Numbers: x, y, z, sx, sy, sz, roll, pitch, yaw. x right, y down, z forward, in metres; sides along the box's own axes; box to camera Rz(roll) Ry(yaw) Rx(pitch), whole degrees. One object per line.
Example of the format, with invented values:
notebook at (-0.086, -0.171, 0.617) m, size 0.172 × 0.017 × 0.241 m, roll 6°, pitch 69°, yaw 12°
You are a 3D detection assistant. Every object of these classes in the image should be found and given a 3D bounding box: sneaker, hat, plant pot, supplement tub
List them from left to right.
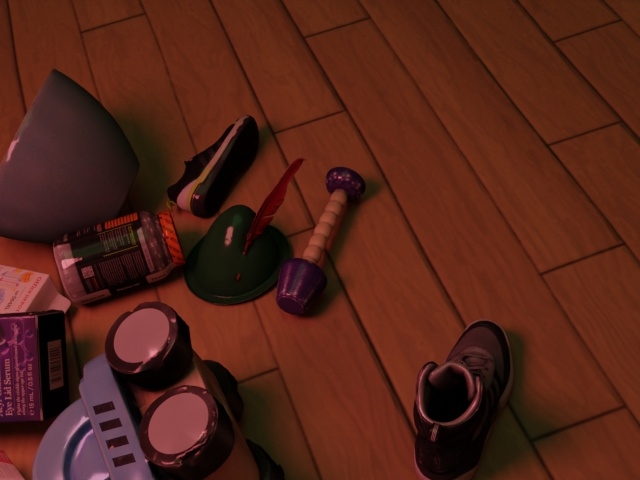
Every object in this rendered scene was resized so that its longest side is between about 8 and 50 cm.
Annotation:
plant pot at (-0.418, -0.111, 1.614) m, size 0.195 × 0.290 × 0.290 m, roll 26°, pitch 48°, yaw -16°
supplement tub at (-0.319, 0.023, 1.550) m, size 0.190 × 0.117 × 0.117 m, roll -17°, pitch 48°, yaw -6°
sneaker at (-0.193, -0.141, 1.695) m, size 0.097 × 0.084 × 0.235 m, roll 15°, pitch 53°, yaw 23°
hat at (-0.140, -0.031, 1.520) m, size 0.173 × 0.184 × 0.208 m, roll 27°, pitch 58°, yaw 30°
sneaker at (0.195, 0.187, 1.288) m, size 0.101 × 0.153 × 0.269 m, roll 12°, pitch 52°, yaw 20°

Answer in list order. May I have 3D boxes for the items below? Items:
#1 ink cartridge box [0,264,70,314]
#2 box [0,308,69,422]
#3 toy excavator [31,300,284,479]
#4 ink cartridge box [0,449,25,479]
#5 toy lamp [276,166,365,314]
ink cartridge box at (-0.476, 0.104, 1.523) m, size 0.143 × 0.090 × 0.092 m, roll 9°, pitch 51°, yaw 18°
box at (-0.480, 0.183, 1.397) m, size 0.207 × 0.108 × 0.153 m, roll -5°, pitch 89°, yaw 6°
toy excavator at (-0.271, 0.366, 1.208) m, size 0.445 × 0.222 × 0.433 m, roll -32°, pitch 51°, yaw 0°
ink cartridge box at (-0.503, 0.323, 1.224) m, size 0.217 × 0.092 × 0.158 m, roll 11°, pitch -2°, yaw -29°
toy lamp at (0.000, 0.000, 1.541) m, size 0.080 × 0.080 × 0.275 m, roll 11°, pitch 52°, yaw 19°
